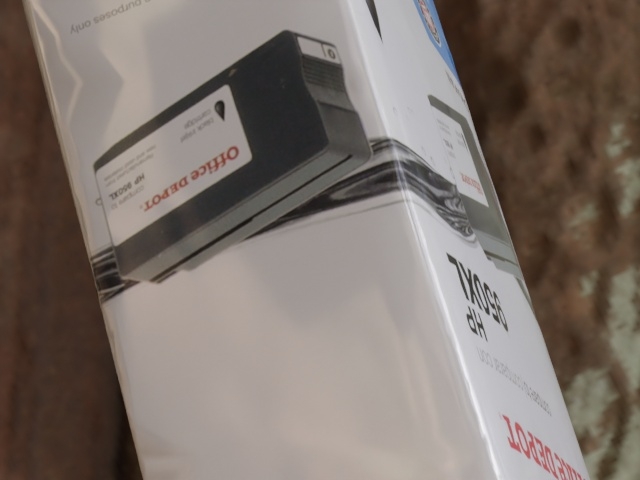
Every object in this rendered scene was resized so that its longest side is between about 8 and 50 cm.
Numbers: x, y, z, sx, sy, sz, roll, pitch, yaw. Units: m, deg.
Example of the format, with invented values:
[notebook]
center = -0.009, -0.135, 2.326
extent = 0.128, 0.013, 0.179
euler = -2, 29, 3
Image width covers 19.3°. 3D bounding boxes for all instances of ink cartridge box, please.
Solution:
[ink cartridge box]
center = 0.000, 0.000, 0.977
extent = 0.285, 0.166, 0.395
euler = 39, 33, -67
